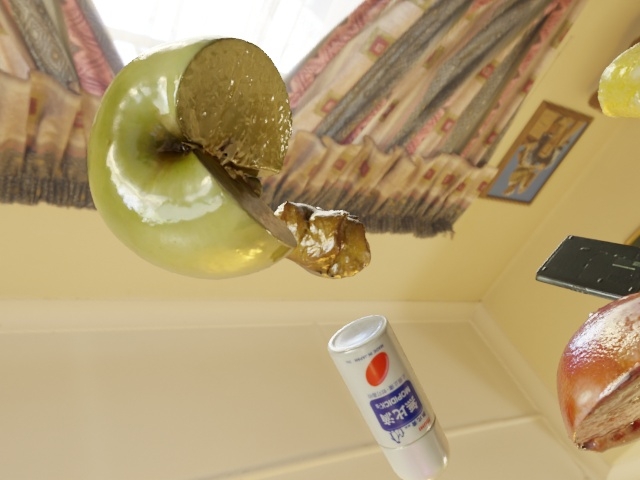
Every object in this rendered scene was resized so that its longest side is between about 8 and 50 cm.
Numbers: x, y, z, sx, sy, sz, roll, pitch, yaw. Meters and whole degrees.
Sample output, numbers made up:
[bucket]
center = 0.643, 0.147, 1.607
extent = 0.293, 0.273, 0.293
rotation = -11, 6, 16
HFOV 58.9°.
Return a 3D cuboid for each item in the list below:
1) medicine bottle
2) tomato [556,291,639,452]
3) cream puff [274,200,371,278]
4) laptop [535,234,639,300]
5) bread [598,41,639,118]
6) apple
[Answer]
[medicine bottle]
center = 0.144, 0.321, 1.106
extent = 0.341, 0.130, 0.130
rotation = 63, -151, -13
[tomato]
center = 0.480, 0.181, 0.884
extent = 0.309, 0.309, 0.170
rotation = 9, -144, -30
[cream puff]
center = 0.000, 0.000, 1.295
extent = 0.269, 0.154, 0.241
rotation = 14, -177, 30
[laptop]
center = 0.567, 0.054, 1.160
extent = 0.154, 0.026, 0.207
rotation = -39, -149, -25
[bread]
center = 0.781, -0.373, 1.350
extent = 0.197, 0.197, 0.170
rotation = 12, -159, -27
[apple]
center = -0.157, -0.093, 0.725
extent = 0.233, 0.295, 0.258
rotation = -9, 173, 11
